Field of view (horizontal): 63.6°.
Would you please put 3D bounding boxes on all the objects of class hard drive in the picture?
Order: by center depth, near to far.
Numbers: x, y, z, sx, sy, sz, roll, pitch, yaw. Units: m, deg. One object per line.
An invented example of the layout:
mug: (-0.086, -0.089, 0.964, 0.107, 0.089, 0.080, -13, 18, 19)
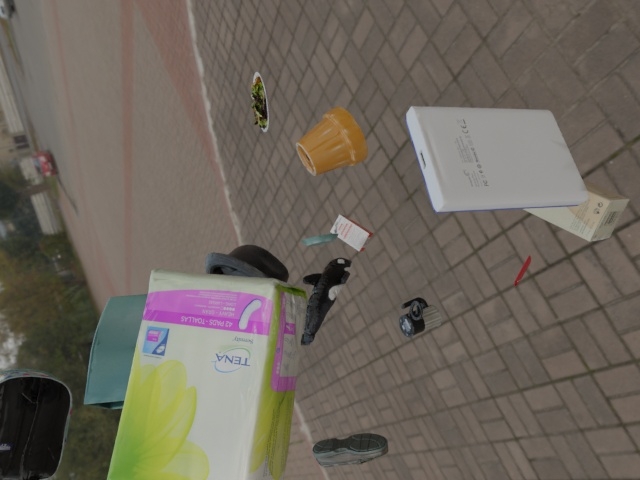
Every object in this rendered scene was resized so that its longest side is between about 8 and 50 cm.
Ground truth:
hard drive: (0.333, -0.157, 0.974, 0.040, 0.319, 0.210, 123, 139, -60)

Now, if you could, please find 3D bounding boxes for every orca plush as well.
orca plush: (-0.012, 0.142, 1.374, 0.102, 0.287, 0.151, 31, 157, 1)

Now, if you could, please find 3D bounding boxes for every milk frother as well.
milk frother: (0.369, 0.267, 1.845, 0.143, 0.135, 0.129, -18, 88, 63)

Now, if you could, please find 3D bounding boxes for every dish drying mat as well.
dish drying mat: (0.522, 0.079, 1.329, 0.008, 0.083, 0.032, 25, 158, 34)

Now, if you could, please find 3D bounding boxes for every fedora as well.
fedora: (-0.233, 0.116, 1.801, 0.334, 0.152, 0.334, 22, 145, 17)

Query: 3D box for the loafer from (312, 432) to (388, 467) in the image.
loafer: (0.107, 0.715, 1.740, 0.267, 0.096, 0.084, -13, 107, 20)

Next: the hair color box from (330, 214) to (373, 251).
hair color box: (0.136, -0.034, 2.265, 0.167, 0.053, 0.093, 35, 106, 22)

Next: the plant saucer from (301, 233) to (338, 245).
plant saucer: (0.000, 0.000, 1.618, 0.119, 0.119, 0.021, -20, 80, 63)

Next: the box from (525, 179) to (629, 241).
box: (0.659, -0.123, 1.440, 0.311, 0.148, 0.121, 36, 121, 39)

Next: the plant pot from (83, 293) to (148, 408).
plant pot: (-0.414, 0.249, 1.169, 0.166, 0.165, 0.234, 96, 168, -68)

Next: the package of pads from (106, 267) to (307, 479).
package of pads: (-0.143, 0.193, 0.691, 0.229, 0.101, 0.296, 2, 77, 26)

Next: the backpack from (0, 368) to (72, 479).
backpack: (-0.746, 0.448, 1.279, 0.191, 0.225, 0.253, 4, 81, 52)

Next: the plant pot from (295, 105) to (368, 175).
plant pot: (0.028, -0.319, 1.751, 0.205, 0.188, 0.205, 55, 169, 16)

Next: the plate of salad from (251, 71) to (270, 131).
plate of salad: (-0.211, -0.466, 1.747, 0.200, 0.048, 0.200, 168, 90, -73)
